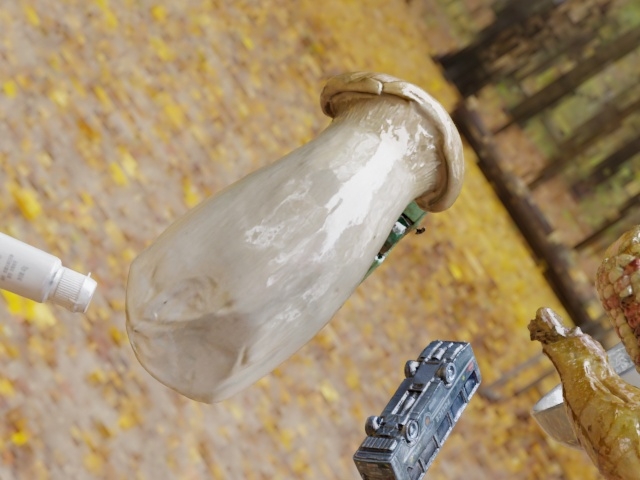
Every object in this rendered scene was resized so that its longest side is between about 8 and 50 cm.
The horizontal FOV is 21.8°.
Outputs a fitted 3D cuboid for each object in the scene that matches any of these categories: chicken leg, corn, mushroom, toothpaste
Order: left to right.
[{"bbox_3d":[-0.234,0.001,1.052,0.190,0.048,0.031,22,-9,-5],"label":"toothpaste"},{"bbox_3d":[-0.016,-0.003,0.884,0.097,0.212,0.088,34,-18,30],"label":"mushroom"},{"bbox_3d":[0.246,0.128,1.380,0.207,0.101,0.085,57,-2,40],"label":"chicken leg"},{"bbox_3d":[0.279,0.100,1.188,0.253,0.086,0.086,58,11,17],"label":"corn"}]

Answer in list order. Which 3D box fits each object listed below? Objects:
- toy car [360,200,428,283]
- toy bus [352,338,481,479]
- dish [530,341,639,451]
[{"bbox_3d":[0.000,0.000,1.806,0.141,0.321,0.097,40,34,-5],"label":"toy car"},{"bbox_3d":[0.089,0.157,1.474,0.166,0.047,0.065,-52,131,-40],"label":"toy bus"},{"bbox_3d":[0.346,0.146,1.570,0.134,0.273,0.273,60,11,4],"label":"dish"}]
